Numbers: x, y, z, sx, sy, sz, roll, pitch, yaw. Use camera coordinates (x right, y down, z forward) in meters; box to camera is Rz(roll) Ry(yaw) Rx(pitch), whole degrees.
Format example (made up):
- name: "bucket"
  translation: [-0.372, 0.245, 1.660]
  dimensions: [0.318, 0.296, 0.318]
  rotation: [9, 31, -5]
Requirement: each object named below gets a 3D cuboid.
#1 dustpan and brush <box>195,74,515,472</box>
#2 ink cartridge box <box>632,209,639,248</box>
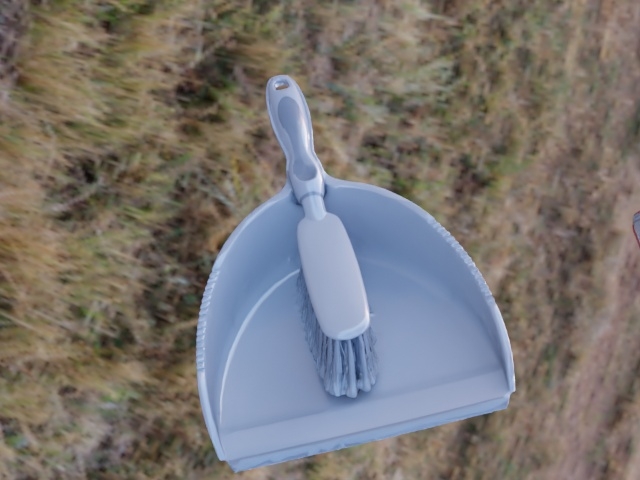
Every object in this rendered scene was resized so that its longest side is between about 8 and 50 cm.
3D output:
- name: "dustpan and brush"
  translation: [0.000, 0.000, 0.650]
  dimensions: [0.147, 0.211, 0.060]
  rotation: [-13, 136, -3]
- name: "ink cartridge box"
  translation: [0.266, 0.033, 0.490]
  dimensions: [0.237, 0.100, 0.172]
  rotation: [-14, 80, -11]
